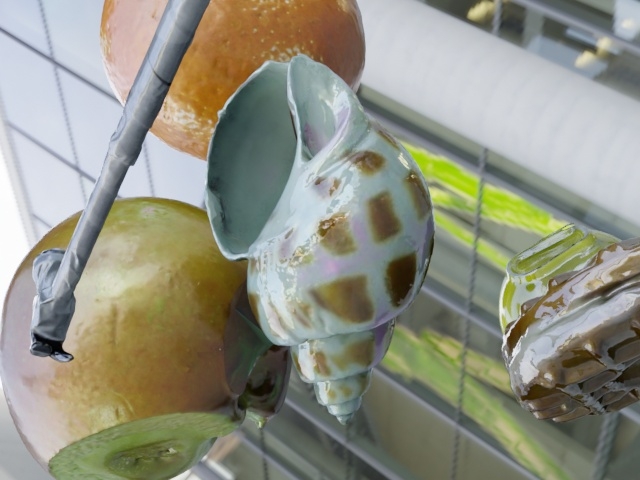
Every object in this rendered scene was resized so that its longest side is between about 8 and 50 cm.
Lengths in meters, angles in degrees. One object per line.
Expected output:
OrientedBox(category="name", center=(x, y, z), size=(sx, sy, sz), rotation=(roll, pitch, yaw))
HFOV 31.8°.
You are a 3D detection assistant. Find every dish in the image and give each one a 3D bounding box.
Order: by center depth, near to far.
OrientedBox(category="dish", center=(0.384, 0.054, 1.769), size=(0.262, 0.108, 0.221), rotation=(-31, 14, 6))

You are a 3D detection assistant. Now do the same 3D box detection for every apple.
OrientedBox(category="apple", center=(-0.202, 0.135, 1.407), size=(0.374, 0.374, 0.384), rotation=(-26, -62, -43))

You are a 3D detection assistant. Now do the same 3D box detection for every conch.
OrientedBox(category="conch", center=(0.000, -0.001, 1.201), size=(0.197, 0.249, 0.368), rotation=(38, -123, -60))

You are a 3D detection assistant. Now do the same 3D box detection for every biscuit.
OrientedBox(category="biscuit", center=(0.337, 0.082, 1.146), size=(0.331, 0.103, 0.332), rotation=(-17, -25, -8))

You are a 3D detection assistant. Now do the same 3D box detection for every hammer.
OrientedBox(category="hammer", center=(-0.177, -0.066, 0.956), size=(0.044, 0.152, 0.427), rotation=(16, -55, -20))

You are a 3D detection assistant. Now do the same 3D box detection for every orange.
OrientedBox(category="orange", center=(-0.139, -0.299, 1.723), size=(0.424, 0.424, 0.326), rotation=(-23, -27, -45))
